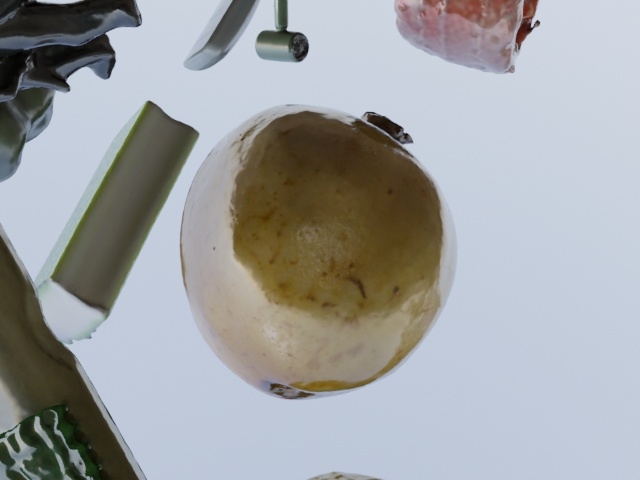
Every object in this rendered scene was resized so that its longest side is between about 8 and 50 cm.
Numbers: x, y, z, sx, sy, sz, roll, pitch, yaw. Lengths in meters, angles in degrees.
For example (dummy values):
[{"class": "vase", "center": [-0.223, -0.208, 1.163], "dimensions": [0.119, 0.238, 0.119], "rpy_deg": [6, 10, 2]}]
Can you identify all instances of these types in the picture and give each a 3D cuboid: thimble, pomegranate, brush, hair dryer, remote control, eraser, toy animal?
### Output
[{"class": "thimble", "center": [0.194, -0.328, 1.497], "dimensions": [0.162, 0.239, 0.239], "rpy_deg": [18, -138, 12]}, {"class": "pomegranate", "center": [-0.008, 0.017, 1.202], "dimensions": [0.307, 0.307, 0.307], "rpy_deg": [11, -136, -11]}, {"class": "brush", "center": [-0.132, 0.057, 0.511], "dimensions": [0.282, 0.054, 0.048], "rpy_deg": [61, -166, 1]}, {"class": "hair dryer", "center": [-0.055, -0.334, 1.790], "dimensions": [0.071, 0.150, 0.047], "rpy_deg": [10, -164, 36]}, {"class": "remote control", "center": [-0.050, -0.206, 0.965], "dimensions": [0.027, 0.050, 0.184], "rpy_deg": [35, -113, -20]}, {"class": "eraser", "center": [-0.265, -0.017, 1.531], "dimensions": [0.092, 0.210, 0.274], "rpy_deg": [30, -115, -15]}, {"class": "toy animal", "center": [-0.200, -0.166, 0.777], "dimensions": [0.146, 0.245, 0.114], "rpy_deg": [-29, -128, -5]}]

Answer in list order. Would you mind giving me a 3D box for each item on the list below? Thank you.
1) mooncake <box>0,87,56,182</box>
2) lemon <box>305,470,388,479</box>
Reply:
[{"class": "mooncake", "center": [-0.383, -0.098, 0.965], "dimensions": [0.351, 0.187, 0.351], "rpy_deg": [-20, -138, 19]}, {"class": "lemon", "center": [0.020, 0.398, 1.433], "dimensions": [0.253, 0.310, 0.253], "rpy_deg": [37, -175, -4]}]
